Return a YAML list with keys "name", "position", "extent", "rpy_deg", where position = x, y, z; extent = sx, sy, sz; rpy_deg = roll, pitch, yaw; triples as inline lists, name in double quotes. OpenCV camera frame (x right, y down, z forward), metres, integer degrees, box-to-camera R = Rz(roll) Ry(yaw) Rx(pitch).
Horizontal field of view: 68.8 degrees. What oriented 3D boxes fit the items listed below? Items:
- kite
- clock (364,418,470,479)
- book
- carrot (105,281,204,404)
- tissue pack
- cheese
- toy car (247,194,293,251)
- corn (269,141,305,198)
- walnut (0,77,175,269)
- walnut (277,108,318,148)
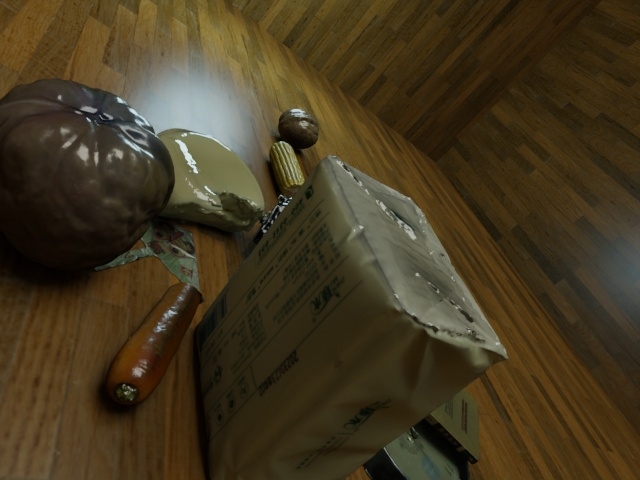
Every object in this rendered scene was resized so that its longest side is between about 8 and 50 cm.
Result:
- name: "kite"
  position: [-0.289, 0.016, 0.802]
  extent: [0.229, 0.012, 0.250]
  rpy_deg: [45, 25, 4]
- name: "clock"
  position: [0.173, 0.377, 0.888]
  extent: [0.280, 0.055, 0.280]
  rpy_deg: [35, 25, -19]
- name: "book"
  position: [0.242, 0.318, 0.959]
  extent: [0.231, 0.026, 0.161]
  rpy_deg: [45, 29, -6]
- name: "carrot"
  position: [-0.223, 0.137, 0.638]
  extent: [0.067, 0.067, 0.225]
  rpy_deg: [39, 23, -12]
- name: "tissue pack"
  position: [0.004, 0.128, 0.627]
  extent: [0.207, 0.380, 0.297]
  rpy_deg: [21, 34, -35]
- name: "cheese"
  position: [-0.236, -0.109, 0.943]
  extent: [0.266, 0.127, 0.233]
  rpy_deg: [6, 44, -52]
- name: "toy car"
  position: [-0.014, 0.044, 1.043]
  extent: [0.301, 0.118, 0.193]
  rpy_deg: [42, 51, -16]
- name: "corn"
  position: [-0.099, -0.206, 1.374]
  extent: [0.081, 0.081, 0.248]
  rpy_deg: [26, 30, -35]
- name: "walnut"
  position: [-0.331, -0.085, 0.635]
  extent: [0.248, 0.248, 0.248]
  rpy_deg: [35, 25, -20]
- name: "walnut"
  position: [-0.077, -0.394, 1.656]
  extent: [0.162, 0.140, 0.140]
  rpy_deg: [3, 44, -35]
